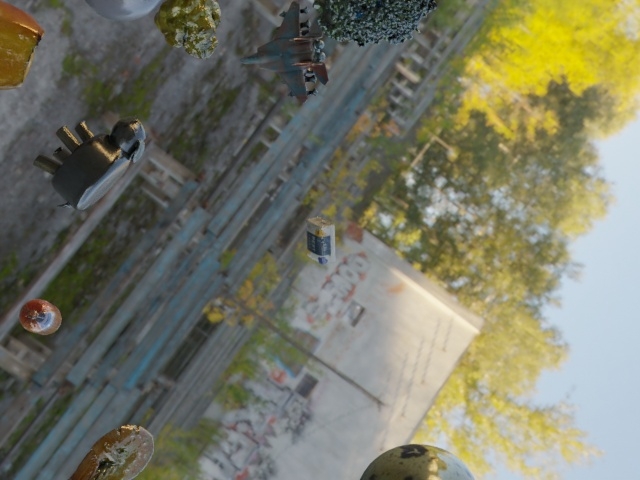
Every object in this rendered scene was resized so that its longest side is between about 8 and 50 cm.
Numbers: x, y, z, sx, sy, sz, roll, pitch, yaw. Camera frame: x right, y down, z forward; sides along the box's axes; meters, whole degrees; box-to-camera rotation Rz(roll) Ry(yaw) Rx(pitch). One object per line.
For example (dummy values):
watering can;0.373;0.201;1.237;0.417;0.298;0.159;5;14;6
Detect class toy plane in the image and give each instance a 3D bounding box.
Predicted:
toy plane;-0.086;-0.425;1.892;0.104;0.223;0.326;-12;-167;-30

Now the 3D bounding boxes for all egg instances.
egg;-0.362;-0.485;1.533;0.198;0.146;0.146;-6;-145;33
egg;0.244;0.648;2.028;0.379;0.287;0.287;23;110;-49

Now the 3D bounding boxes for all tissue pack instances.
tissue pack;0.000;0.000;1.679;0.042;0.083;0.062;-14;-154;-29

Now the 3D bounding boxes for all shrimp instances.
shrimp;-0.390;0.404;1.452;0.217;0.115;0.051;-34;-151;-27

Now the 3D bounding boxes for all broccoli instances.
broccoli;0.075;-0.336;1.098;0.167;0.154;0.160;-51;-167;43

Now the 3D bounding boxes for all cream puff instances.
cream puff;-0.263;-0.439;1.694;0.146;0.116;0.146;-23;175;-2

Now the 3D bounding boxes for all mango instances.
mango;-0.730;-0.430;1.728;0.138;0.257;0.187;14;-98;68

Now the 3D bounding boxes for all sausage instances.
sausage;-0.585;0.160;1.721;0.071;0.071;0.234;-54;-174;-14

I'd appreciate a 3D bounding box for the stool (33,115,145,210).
stool;-0.467;-0.170;1.687;0.228;0.139;0.153;-47;-176;-25
